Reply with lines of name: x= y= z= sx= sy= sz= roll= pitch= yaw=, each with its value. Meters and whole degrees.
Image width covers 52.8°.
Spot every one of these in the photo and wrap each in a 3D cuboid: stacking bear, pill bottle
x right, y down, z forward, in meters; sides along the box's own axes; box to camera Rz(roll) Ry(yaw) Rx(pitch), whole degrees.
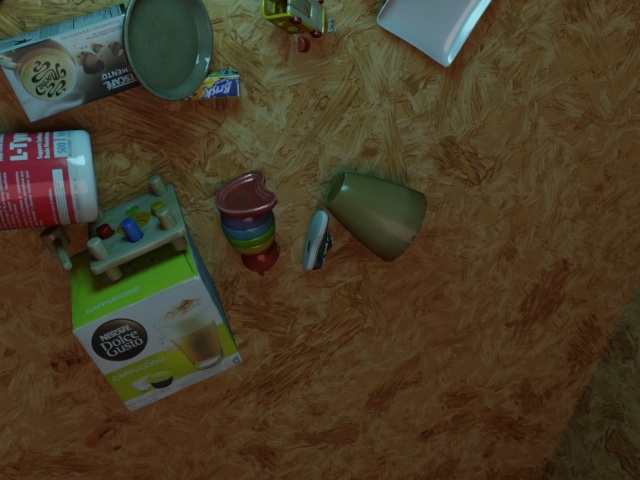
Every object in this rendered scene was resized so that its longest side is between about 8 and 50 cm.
stacking bear: x=-0.195 y=-0.026 z=1.871 sx=0.164 sy=0.175 sz=0.289 roll=-21 pitch=134 yaw=-10
pill bottle: x=-0.748 y=-0.138 z=1.526 sx=0.407 sy=0.229 sz=0.229 roll=-7 pitch=123 yaw=-18

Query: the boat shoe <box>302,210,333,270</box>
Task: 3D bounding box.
boat shoe: x=0.000 y=0.000 z=2.013 sx=0.070 sy=0.078 sz=0.219 roll=1 pitch=129 yaw=-21

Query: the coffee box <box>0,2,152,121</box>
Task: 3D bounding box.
coffee box: x=-0.561 y=-0.413 z=1.490 sx=0.297 sy=0.119 sz=0.168 roll=-20 pitch=126 yaw=-9

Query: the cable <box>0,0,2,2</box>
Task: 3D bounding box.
cable: x=-0.766 y=-0.562 z=1.365 sx=0.150 sy=0.047 sz=0.184 roll=-41 pitch=129 yaw=13

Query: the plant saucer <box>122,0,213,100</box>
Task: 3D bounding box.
plant saucer: x=-0.357 y=-0.467 z=1.500 sx=0.278 sy=0.041 sz=0.278 roll=-27 pitch=123 yaw=-52

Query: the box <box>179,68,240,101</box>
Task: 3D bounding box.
box: x=-0.293 y=-0.397 z=1.648 sx=0.168 sy=0.054 sz=0.059 roll=-9 pitch=123 yaw=-16

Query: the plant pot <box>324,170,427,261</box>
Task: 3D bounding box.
plant pot: x=0.147 y=-0.097 z=1.934 sx=0.254 sy=0.237 sz=0.237 roll=28 pitch=109 yaw=-17

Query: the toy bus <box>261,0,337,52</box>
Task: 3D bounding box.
toy bus: x=-0.063 y=-0.565 z=1.598 sx=0.104 sy=0.191 sz=0.202 roll=3 pitch=132 yaw=29

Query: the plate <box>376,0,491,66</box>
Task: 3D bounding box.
plate: x=0.316 y=-0.650 z=1.732 sx=0.278 sy=0.045 sz=0.277 roll=21 pitch=113 yaw=-31

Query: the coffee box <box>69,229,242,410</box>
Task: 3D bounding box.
coffee box: x=-0.459 y=0.190 z=1.784 sx=0.337 sy=0.338 sz=0.334 roll=-24 pitch=127 yaw=-7

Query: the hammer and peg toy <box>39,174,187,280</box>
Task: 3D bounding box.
hammer and peg toy: x=-0.529 y=-0.009 z=1.673 sx=0.361 sy=0.266 sz=0.127 roll=-25 pitch=127 yaw=-6
